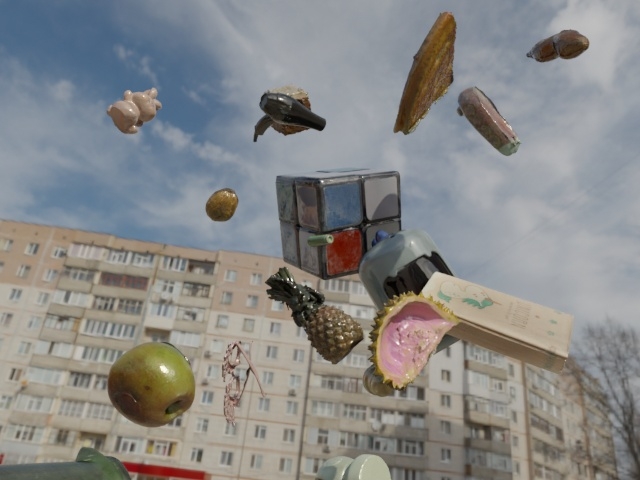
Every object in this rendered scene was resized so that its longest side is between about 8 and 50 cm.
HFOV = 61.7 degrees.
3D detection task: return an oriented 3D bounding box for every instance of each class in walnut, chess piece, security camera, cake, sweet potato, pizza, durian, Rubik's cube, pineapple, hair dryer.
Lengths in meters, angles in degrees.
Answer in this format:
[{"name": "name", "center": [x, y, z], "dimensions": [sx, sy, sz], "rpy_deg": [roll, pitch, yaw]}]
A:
[{"name": "walnut", "center": [-0.322, -0.118, 1.764], "dimensions": [0.105, 0.105, 0.124], "rpy_deg": [27, -67, -35]}, {"name": "chess piece", "center": [0.176, 0.413, 1.571], "dimensions": [0.094, 0.094, 0.170], "rpy_deg": [6, -11, 0]}, {"name": "security camera", "center": [0.094, 0.812, 1.781], "dimensions": [0.236, 0.194, 0.194], "rpy_deg": [-17, -35, 37]}, {"name": "cake", "center": [-0.110, -0.459, 1.871], "dimensions": [0.134, 0.135, 0.147], "rpy_deg": [-20, -57, -27]}, {"name": "sweet potato", "center": [0.487, -0.399, 1.102], "dimensions": [0.051, 0.218, 0.065], "rpy_deg": [43, -83, -14]}, {"name": "pizza", "center": [0.178, -0.266, 0.840], "dimensions": [0.036, 0.176, 0.185], "rpy_deg": [29, -55, 19]}, {"name": "durian", "center": [0.157, 0.175, 0.980], "dimensions": [0.132, 0.182, 0.165], "rpy_deg": [33, -5, 30]}, {"name": "Rubik's cube", "center": [0.057, -0.070, 1.765], "dimensions": [0.316, 0.313, 0.318], "rpy_deg": [-10, 13, -27]}, {"name": "pineapple", "center": [-0.014, 0.102, 0.765], "dimensions": [0.159, 0.074, 0.074], "rpy_deg": [43, -21, 16]}, {"name": "hair dryer", "center": [-0.138, -0.383, 1.756], "dimensions": [0.235, 0.091, 0.271], "rpy_deg": [14, -19, -36]}]

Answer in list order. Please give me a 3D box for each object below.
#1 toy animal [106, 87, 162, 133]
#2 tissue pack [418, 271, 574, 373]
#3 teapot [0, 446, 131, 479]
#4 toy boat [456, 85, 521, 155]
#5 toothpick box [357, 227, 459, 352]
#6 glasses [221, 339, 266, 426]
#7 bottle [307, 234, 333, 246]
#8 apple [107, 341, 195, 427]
[{"name": "toy animal", "center": [-0.576, -0.436, 1.730], "dimensions": [0.124, 0.212, 0.124], "rpy_deg": [21, -43, 21]}, {"name": "tissue pack", "center": [0.380, 0.174, 1.192], "dimensions": [0.325, 0.170, 0.071], "rpy_deg": [19, -61, 20]}, {"name": "teapot", "center": [-0.405, 0.405, 0.682], "dimensions": [0.200, 0.270, 0.337], "rpy_deg": [-39, -37, 27]}, {"name": "toy boat", "center": [0.460, -0.325, 1.498], "dimensions": [0.085, 0.227, 0.155], "rpy_deg": [-40, -7, 33]}, {"name": "toothpick box", "center": [0.246, 0.127, 1.456], "dimensions": [0.263, 0.355, 0.263], "rpy_deg": [-29, -12, -7]}, {"name": "glasses", "center": [-0.225, 0.395, 1.502], "dimensions": [0.095, 0.255, 0.162], "rpy_deg": [1, 10, 16]}, {"name": "bottle", "center": [0.000, 0.000, 1.475], "dimensions": [0.030, 0.030, 0.083], "rpy_deg": [27, -21, -35]}, {"name": "apple", "center": [-0.429, 0.363, 1.365], "dimensions": [0.188, 0.207, 0.174], "rpy_deg": [29, -23, 31]}]
